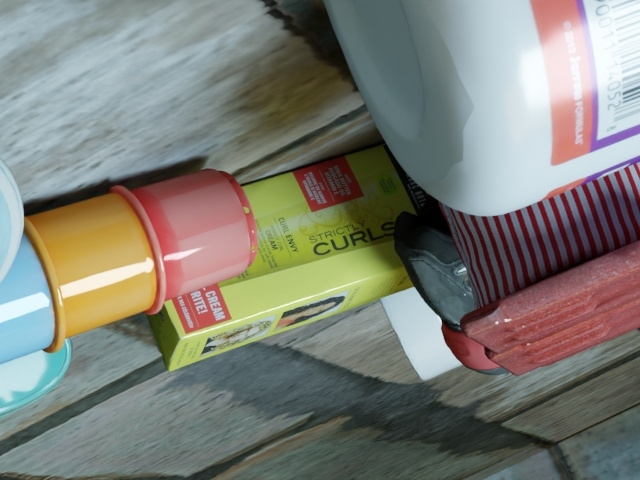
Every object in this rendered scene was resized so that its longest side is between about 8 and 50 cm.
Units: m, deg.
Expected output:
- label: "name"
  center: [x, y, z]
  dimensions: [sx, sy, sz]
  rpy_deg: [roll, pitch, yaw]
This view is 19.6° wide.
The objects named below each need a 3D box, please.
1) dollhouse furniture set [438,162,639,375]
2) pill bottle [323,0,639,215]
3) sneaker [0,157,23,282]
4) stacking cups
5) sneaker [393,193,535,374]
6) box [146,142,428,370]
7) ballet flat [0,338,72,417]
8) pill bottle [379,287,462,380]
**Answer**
- label: "dollhouse furniture set"
  center: [0.210, -0.105, 0.884]
  dimensions: [0.374, 0.201, 0.152]
  rpy_deg: [-25, 164, 6]
- label: "pill bottle"
  center: [0.166, -0.143, 0.736]
  dimensions: [0.323, 0.182, 0.181]
  rpy_deg: [-21, 164, -11]
- label: "sneaker"
  center: [-0.266, 0.069, 0.743]
  dimensions: [0.319, 0.127, 0.208]
  rpy_deg: [-25, -157, 3]
- label: "stacking cups"
  center: [-0.183, 0.025, 0.972]
  dimensions: [0.316, 0.096, 0.096]
  rpy_deg: [-21, 165, -26]
- label: "sneaker"
  center: [0.146, -0.058, 1.081]
  dimensions: [0.276, 0.135, 0.097]
  rpy_deg: [-49, -152, -5]
- label: "box"
  center: [0.000, 0.000, 1.135]
  dimensions: [0.232, 0.087, 0.058]
  rpy_deg: [-17, 161, -20]
- label: "ballet flat"
  center: [-0.265, 0.078, 1.047]
  dimensions: [0.247, 0.083, 0.087]
  rpy_deg: [-14, -175, -32]
- label: "pill bottle"
  center: [0.153, 0.005, 1.285]
  dimensions: [0.229, 0.131, 0.131]
  rpy_deg: [-25, 164, 4]
